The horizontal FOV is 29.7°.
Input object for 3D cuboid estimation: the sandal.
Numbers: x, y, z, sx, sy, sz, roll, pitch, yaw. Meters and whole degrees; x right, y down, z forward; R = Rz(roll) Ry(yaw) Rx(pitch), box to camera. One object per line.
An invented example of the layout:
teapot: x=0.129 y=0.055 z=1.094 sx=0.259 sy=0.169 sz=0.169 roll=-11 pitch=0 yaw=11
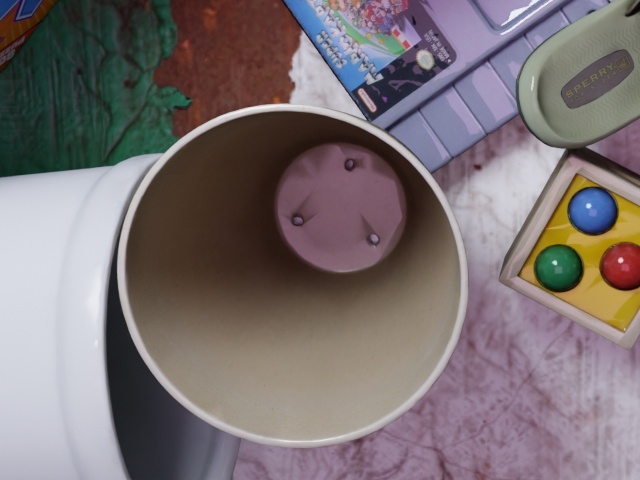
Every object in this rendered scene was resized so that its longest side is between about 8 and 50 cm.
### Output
sandal: x=0.294 y=-0.174 z=0.960 sx=0.303 sy=0.086 sz=0.120 roll=-39 pitch=97 yaw=-7

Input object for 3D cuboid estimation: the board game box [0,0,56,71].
board game box: x=-0.363 y=-0.364 z=0.949 sx=0.356 sy=0.356 sz=0.356 roll=43 pitch=107 yaw=0

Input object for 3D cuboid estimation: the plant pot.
plant pot: x=0.000 y=0.000 z=0.994 sx=0.257 sy=0.274 sz=0.256 roll=2 pitch=103 yaw=9

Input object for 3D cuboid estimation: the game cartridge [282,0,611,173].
game cartridge: x=0.072 y=-0.253 z=1.038 sx=0.230 sy=0.068 sz=0.355 roll=-35 pitch=94 yaw=13

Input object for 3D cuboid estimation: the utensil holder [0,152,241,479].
utensil holder: x=-0.295 y=0.102 z=1.066 sx=0.386 sy=0.327 sz=0.327 roll=-4 pitch=102 yaw=16

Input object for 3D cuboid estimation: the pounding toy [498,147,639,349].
pounding toy: x=0.282 y=-0.017 z=1.026 sx=0.181 sy=0.094 sz=0.206 roll=28 pitch=107 yaw=5
